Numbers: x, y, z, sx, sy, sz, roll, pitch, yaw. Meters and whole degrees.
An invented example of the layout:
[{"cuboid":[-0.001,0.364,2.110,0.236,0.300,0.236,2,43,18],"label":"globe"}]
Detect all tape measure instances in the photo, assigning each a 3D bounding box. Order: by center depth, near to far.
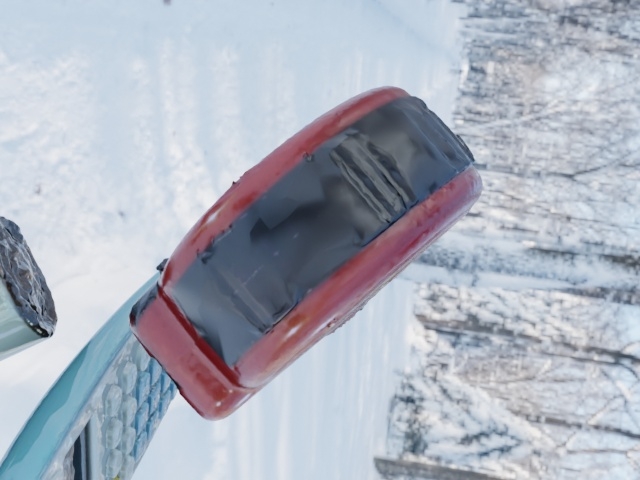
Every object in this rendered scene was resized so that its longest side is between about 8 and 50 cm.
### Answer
[{"cuboid":[-0.001,0.000,0.573,0.253,0.114,0.260,-34,170,-49],"label":"tape measure"}]

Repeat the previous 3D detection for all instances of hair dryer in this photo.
[{"cuboid":[-0.382,0.034,0.819,0.362,0.203,0.128,-126,-168,-67],"label":"hair dryer"}]

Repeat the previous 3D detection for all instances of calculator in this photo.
[{"cuboid":[-0.215,0.185,0.808,0.386,0.054,0.256,-59,165,-51],"label":"calculator"}]
